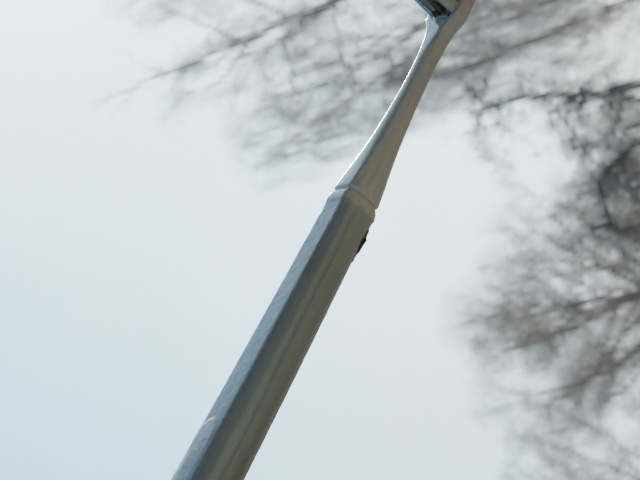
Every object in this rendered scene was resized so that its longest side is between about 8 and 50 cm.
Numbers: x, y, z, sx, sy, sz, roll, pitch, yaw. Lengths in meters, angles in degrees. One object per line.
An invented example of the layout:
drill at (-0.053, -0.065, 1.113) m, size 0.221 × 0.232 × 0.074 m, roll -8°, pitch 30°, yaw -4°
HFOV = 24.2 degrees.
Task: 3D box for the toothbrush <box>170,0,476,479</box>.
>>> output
toothbrush at (0.002, 0.001, 0.620) m, size 0.030 × 0.025 × 0.342 m, roll 40°, pitch -118°, yaw -28°
